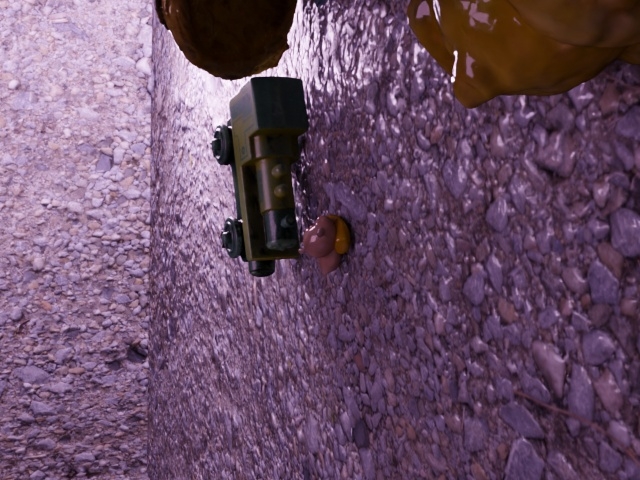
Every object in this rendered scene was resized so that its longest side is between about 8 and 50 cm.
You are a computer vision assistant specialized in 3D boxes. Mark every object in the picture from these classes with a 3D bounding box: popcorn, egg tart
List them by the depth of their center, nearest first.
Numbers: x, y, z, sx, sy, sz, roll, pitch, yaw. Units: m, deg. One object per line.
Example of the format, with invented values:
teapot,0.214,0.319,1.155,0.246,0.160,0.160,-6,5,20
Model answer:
popcorn,0.224,-0.254,0.851,0.316,0.281,0.297,-45,23,23
egg tart,-0.188,-0.458,1.768,0.129,0.341,0.341,3,96,42

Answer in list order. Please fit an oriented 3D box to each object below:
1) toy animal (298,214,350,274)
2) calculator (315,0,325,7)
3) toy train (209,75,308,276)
toy animal,0.000,0.000,1.671,0.114,0.082,0.091,113,149,-50
calculator,-0.008,-0.512,1.735,0.057,0.018,0.172,136,128,-65
toy train,-0.109,-0.117,1.877,0.237,0.150,0.369,-25,70,61
